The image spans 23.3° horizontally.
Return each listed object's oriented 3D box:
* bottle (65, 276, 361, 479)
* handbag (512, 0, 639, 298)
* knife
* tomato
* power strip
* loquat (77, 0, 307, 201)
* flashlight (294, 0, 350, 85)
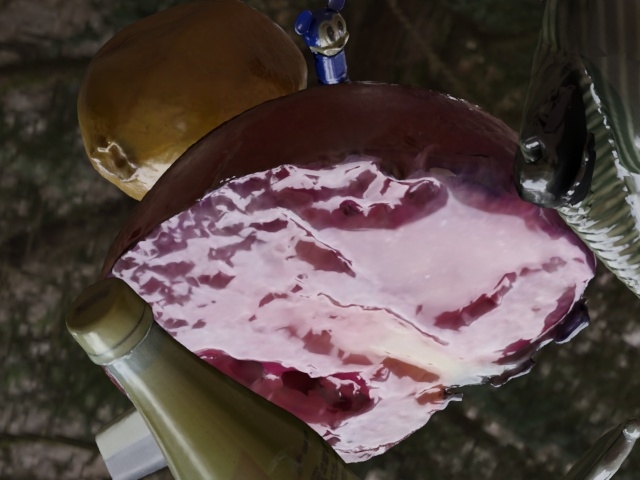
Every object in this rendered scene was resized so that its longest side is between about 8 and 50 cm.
[{"bbox_3d":[-0.039,0.120,0.816,0.270,0.083,0.083,50,-155,-30],"label":"bottle"},{"bbox_3d":[0.214,-0.127,0.660,0.247,0.341,0.240,1,170,30],"label":"handbag"},{"bbox_3d":[0.064,0.083,0.447,0.017,0.298,0.047,42,-100,15],"label":"knife"},{"bbox_3d":[0.003,-0.005,1.061,0.289,0.335,0.176,28,-143,-34],"label":"tomato"},{"bbox_3d":[-0.135,0.174,1.481,0.105,0.256,0.070,-24,-94,-24],"label":"power strip"},{"bbox_3d":[-0.108,-0.120,1.358,0.187,0.176,0.234,10,-145,25],"label":"loquat"},{"bbox_3d":[0.010,-0.151,1.324,0.057,0.121,0.035,-37,-135,-28],"label":"flashlight"}]
